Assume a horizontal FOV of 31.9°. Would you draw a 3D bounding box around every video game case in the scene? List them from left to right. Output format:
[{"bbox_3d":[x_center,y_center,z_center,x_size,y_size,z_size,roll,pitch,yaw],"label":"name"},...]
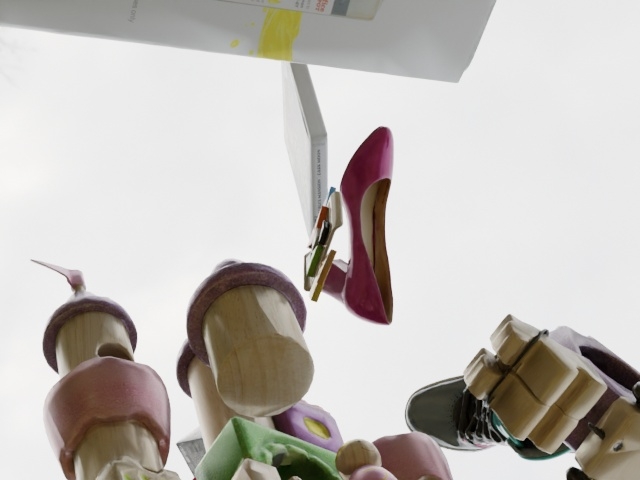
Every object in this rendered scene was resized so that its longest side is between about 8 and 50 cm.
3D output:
[{"bbox_3d":[-0.019,-0.114,1.239,0.022,0.173,0.190,-9,-132,-7],"label":"video game case"}]

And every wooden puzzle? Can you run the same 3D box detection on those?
[{"bbox_3d":[0.000,0.000,0.968,0.014,0.116,0.078,20,-70,-11],"label":"wooden puzzle"}]

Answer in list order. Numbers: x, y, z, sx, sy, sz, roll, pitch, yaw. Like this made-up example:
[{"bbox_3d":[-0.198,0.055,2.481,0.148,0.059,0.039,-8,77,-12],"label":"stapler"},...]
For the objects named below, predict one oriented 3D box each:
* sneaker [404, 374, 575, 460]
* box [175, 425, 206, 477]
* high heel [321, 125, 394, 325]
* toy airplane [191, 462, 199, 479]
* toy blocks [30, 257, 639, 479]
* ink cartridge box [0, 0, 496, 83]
[{"bbox_3d":[0.223,0.211,1.377,0.295,0.178,0.124,-3,-106,24],"label":"sneaker"},{"bbox_3d":[-0.071,0.292,1.334,0.147,0.077,0.180,-25,-85,54],"label":"box"},{"bbox_3d":[0.075,-0.017,1.419,0.117,0.082,0.244,27,-76,34],"label":"high heel"},{"bbox_3d":[-0.138,0.281,1.089,0.028,0.151,0.151,27,-96,21],"label":"toy airplane"},{"bbox_3d":[-0.020,0.109,0.637,0.309,0.288,0.260,-57,-153,16],"label":"toy blocks"},{"bbox_3d":[-0.068,-0.286,0.886,0.385,0.160,0.279,4,-137,-22],"label":"ink cartridge box"}]
